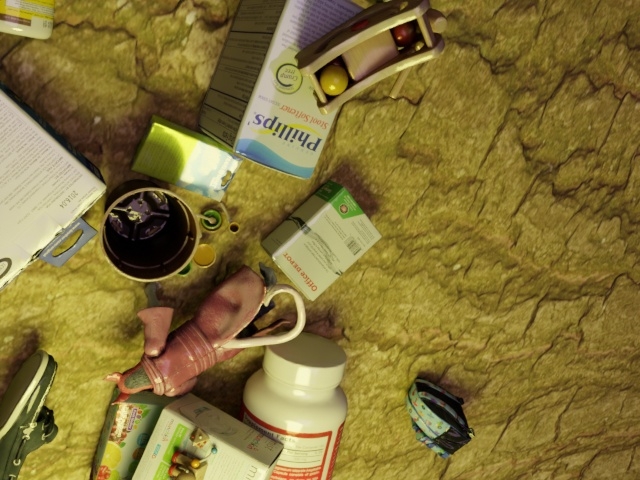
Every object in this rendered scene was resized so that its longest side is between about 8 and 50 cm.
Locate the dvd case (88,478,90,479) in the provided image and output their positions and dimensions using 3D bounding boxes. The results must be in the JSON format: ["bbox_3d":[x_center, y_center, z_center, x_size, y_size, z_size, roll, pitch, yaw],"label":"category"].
[{"bbox_3d":[-0.427,0.489,1.343,0.087,0.013,0.119,38,90,-29],"label":"dvd case"}]

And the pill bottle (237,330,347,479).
[{"bbox_3d":[-0.070,0.418,1.354,0.229,0.229,0.408,6,105,-25],"label":"pill bottle"}]

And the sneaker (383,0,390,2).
[{"bbox_3d":[0.148,-0.517,1.208,0.111,0.103,0.252,19,102,-14],"label":"sneaker"}]

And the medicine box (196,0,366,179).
[{"bbox_3d":[-0.076,-0.284,1.087,0.149,0.263,0.289,17,100,-28],"label":"medicine box"}]

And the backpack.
[{"bbox_3d":[0.279,0.433,1.560,0.173,0.158,0.117,37,109,-16],"label":"backpack"}]

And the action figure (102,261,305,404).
[{"bbox_3d":[-0.229,0.213,1.203,0.370,0.275,0.248,-33,125,-26],"label":"action figure"}]

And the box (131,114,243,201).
[{"bbox_3d":[-0.248,-0.151,1.169,0.178,0.042,0.109,20,117,-28],"label":"box"}]

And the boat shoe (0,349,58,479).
[{"bbox_3d":[-0.557,0.359,1.178,0.113,0.127,0.340,27,97,-30],"label":"boat shoe"}]

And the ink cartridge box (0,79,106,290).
[{"bbox_3d":[-0.543,-0.098,1.011,0.270,0.151,0.395,-44,118,-3],"label":"ink cartridge box"}]

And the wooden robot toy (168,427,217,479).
[{"bbox_3d":[-0.242,0.423,1.100,0.076,0.079,0.173,16,92,11],"label":"wooden robot toy"}]

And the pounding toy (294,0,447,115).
[{"bbox_3d":[0.105,-0.264,0.937,0.269,0.154,0.155,-35,119,-10],"label":"pounding toy"}]

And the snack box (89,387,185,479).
[{"bbox_3d":[-0.365,0.421,1.303,0.174,0.070,0.207,15,99,-29],"label":"snack box"}]

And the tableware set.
[{"bbox_3d":[-0.232,-0.001,1.228,0.154,0.024,0.104,-29,89,-13],"label":"tableware set"}]

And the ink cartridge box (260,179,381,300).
[{"bbox_3d":[0.000,0.000,1.320,0.208,0.087,0.153,-42,119,-6],"label":"ink cartridge box"}]

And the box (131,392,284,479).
[{"bbox_3d":[-0.232,0.472,1.202,0.231,0.127,0.262,25,96,9],"label":"box"}]

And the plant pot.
[{"bbox_3d":[-0.316,-0.032,1.126,0.167,0.165,0.167,-7,110,-21],"label":"plant pot"}]

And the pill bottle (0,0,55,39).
[{"bbox_3d":[-0.462,-0.426,0.953,0.117,0.117,0.215,6,106,-25],"label":"pill bottle"}]
